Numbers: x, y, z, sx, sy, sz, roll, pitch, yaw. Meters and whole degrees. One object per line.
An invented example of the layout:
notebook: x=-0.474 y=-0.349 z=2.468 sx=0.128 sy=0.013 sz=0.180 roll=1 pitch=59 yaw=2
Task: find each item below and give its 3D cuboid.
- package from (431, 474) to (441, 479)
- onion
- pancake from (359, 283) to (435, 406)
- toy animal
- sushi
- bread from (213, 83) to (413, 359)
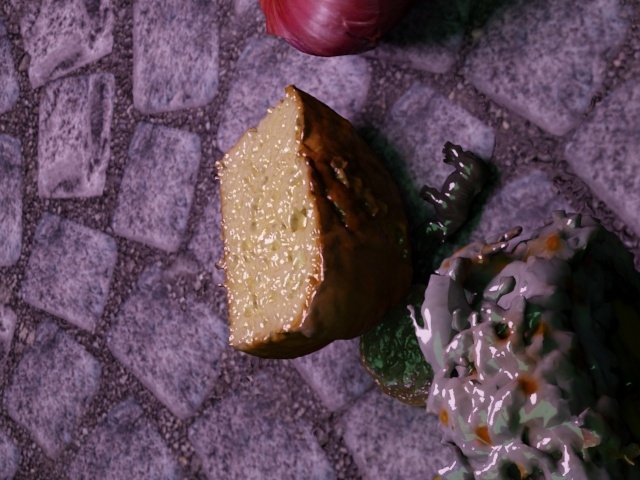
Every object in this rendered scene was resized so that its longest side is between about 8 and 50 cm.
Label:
package: x=0.105 y=0.351 z=1.140 sx=0.226 sy=0.090 sz=0.168 roll=-22 pitch=73 yaw=3
onion: x=0.047 y=-0.385 z=1.167 sx=0.347 sy=0.285 sz=0.348 roll=178 pitch=90 yaw=-70
pancake: x=0.114 y=0.121 z=1.205 sx=0.151 sy=0.025 sz=0.152 roll=-2 pitch=87 yaw=32
toy animal: x=0.148 y=-0.043 z=1.183 sx=0.065 sy=0.047 sz=0.136 roll=31 pitch=97 yaw=21
sushi: x=0.257 y=0.157 z=0.902 sx=0.176 sy=0.417 sz=0.418 roll=-34 pitch=70 yaw=27
bread: x=0.000 y=0.000 z=1.182 sx=0.194 sy=0.179 sz=0.340 roll=-37 pitch=45 yaw=33
